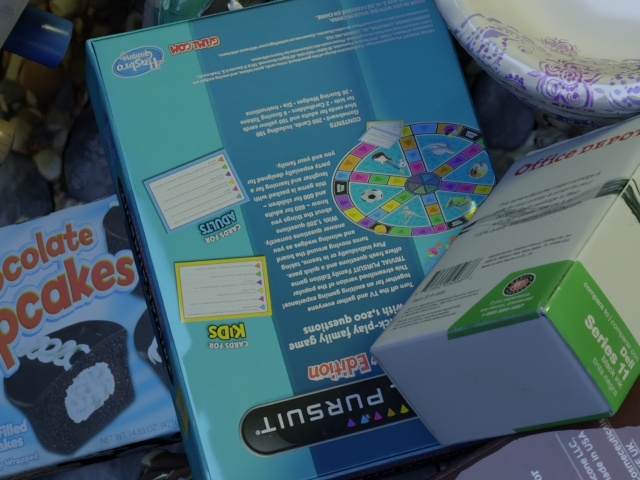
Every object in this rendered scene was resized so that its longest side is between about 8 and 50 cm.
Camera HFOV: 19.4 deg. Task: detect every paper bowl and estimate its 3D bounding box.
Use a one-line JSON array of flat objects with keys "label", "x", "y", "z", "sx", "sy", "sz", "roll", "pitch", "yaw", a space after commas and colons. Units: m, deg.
[{"label": "paper bowl", "x": 0.217, "y": -0.212, "z": 1.279, "sx": 0.284, "sy": 0.148, "sz": 0.284, "roll": -3, "pitch": 81, "yaw": 18}]

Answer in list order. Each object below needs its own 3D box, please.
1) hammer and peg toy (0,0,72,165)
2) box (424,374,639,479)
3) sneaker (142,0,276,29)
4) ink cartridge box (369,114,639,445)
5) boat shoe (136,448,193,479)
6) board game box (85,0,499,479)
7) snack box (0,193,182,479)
[{"label": "hammer and peg toy", "x": -0.213, "y": -0.237, "z": 1.315, "sx": 0.361, "sy": 0.127, "sz": 0.266, "roll": -51, "pitch": 29, "yaw": 35}, {"label": "box", "x": 0.097, "y": 0.231, "z": 1.225, "sx": 0.381, "sy": 0.191, "sz": 0.143, "roll": -31, "pitch": 73, "yaw": 12}, {"label": "sneaker", "x": -0.021, "y": -0.237, "z": 1.382, "sx": 0.121, "sy": 0.108, "sz": 0.302, "roll": 29, "pitch": 90, "yaw": 24}, {"label": "ink cartridge box", "x": 0.151, "y": 0.022, "z": 1.175, "sx": 0.153, "sy": 0.208, "sz": 0.087, "roll": -18, "pitch": 115, "yaw": 48}, {"label": "boat shoe", "x": -0.099, "y": 0.185, "z": 1.352, "sx": 0.257, "sy": 0.095, "sz": 0.095, "roll": -31, "pitch": 57, "yaw": 5}, {"label": "board game box", "x": 0.000, "y": 0.000, "z": 1.299, "sx": 0.254, "sy": 0.079, "sz": 0.336, "roll": -13, "pitch": 76, "yaw": -12}, {"label": "snack box", "x": -0.187, "y": 0.074, "z": 1.413, "sx": 0.322, "sy": 0.060, "sz": 0.187, "roll": -16, "pitch": 76, "yaw": 15}]
